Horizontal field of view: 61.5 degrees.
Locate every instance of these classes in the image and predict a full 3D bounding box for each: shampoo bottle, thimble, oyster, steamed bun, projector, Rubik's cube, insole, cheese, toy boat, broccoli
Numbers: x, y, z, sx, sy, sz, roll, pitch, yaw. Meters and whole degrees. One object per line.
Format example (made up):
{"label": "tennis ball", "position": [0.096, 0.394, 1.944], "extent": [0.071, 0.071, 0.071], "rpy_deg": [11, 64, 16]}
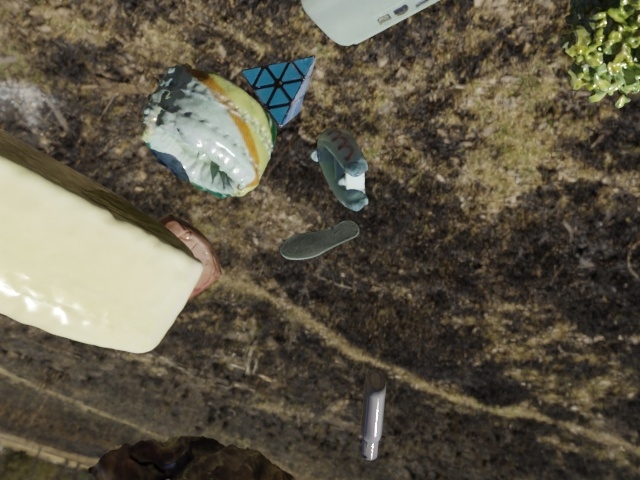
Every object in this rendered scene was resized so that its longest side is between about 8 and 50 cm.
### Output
{"label": "shampoo bottle", "position": [0.095, 0.326, 0.988], "extent": [0.040, 0.080, 0.165], "rpy_deg": [2, 108, 0]}
{"label": "thimble", "position": [-0.236, -0.222, 1.128], "extent": [0.254, 0.168, 0.288], "rpy_deg": [8, 155, 39]}
{"label": "oyster", "position": [-0.102, 0.275, 0.488], "extent": [0.100, 0.271, 0.276], "rpy_deg": [1, 121, 23]}
{"label": "steamed bun", "position": [-0.289, 0.036, 1.075], "extent": [0.175, 0.144, 0.106], "rpy_deg": [56, 164, -25]}
{"label": "projector", "position": [0.093, -0.387, 0.649], "extent": [0.198, 0.251, 0.108], "rpy_deg": [-11, 146, 43]}
{"label": "Rubik's cube", "position": [-0.090, -0.360, 1.469], "extent": [0.211, 0.178, 0.190], "rpy_deg": [-8, 149, 18]}
{"label": "insole", "position": [0.000, 0.000, 1.450], "extent": [0.231, 0.080, 0.003], "rpy_deg": [-19, 156, -15]}
{"label": "cheese", "position": [-0.272, -0.023, 0.474], "extent": [0.265, 0.124, 0.242], "rpy_deg": [35, 179, -41]}
{"label": "toy boat", "position": [0.034, -0.146, 1.061], "extent": [0.078, 0.208, 0.134], "rpy_deg": [-14, 131, -8]}
{"label": "broccoli", "position": [0.365, -0.208, 0.557], "extent": [0.180, 0.273, 0.242], "rpy_deg": [-13, -170, -18]}
